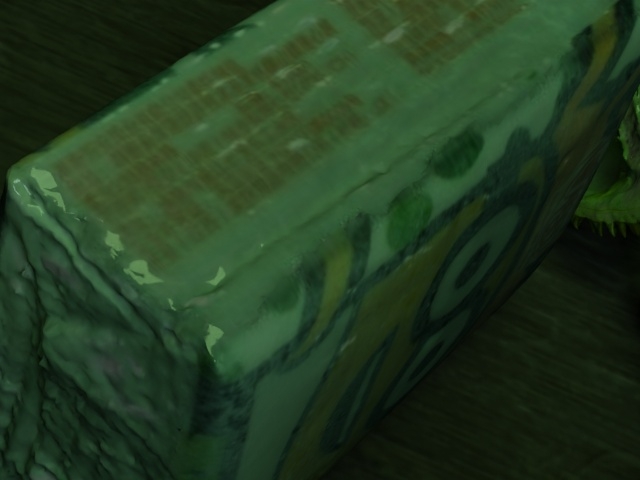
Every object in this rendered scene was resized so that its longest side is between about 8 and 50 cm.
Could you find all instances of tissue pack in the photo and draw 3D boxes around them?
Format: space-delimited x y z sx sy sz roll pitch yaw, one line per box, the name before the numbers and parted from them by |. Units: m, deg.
tissue pack | 0.000 0.000 0.740 0.128 0.228 0.311 40 52 14

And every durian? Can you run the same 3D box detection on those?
durian | 0.157 -0.079 0.927 0.086 0.100 0.215 4 52 -16
